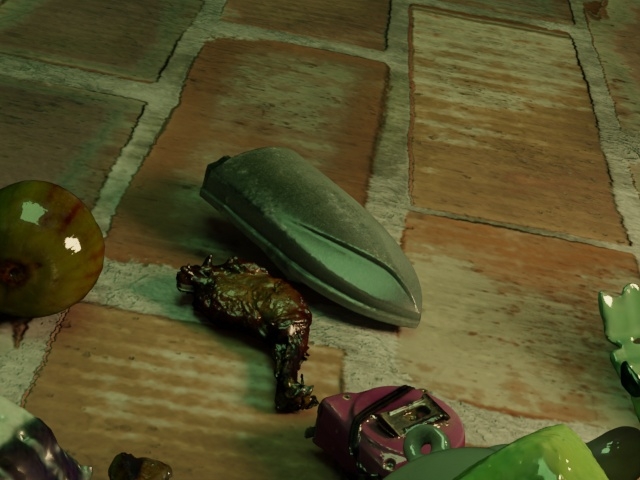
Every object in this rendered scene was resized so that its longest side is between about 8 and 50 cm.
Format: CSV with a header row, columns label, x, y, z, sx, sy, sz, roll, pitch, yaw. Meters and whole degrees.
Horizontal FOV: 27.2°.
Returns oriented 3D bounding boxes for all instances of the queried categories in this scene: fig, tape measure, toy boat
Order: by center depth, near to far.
label,x,y,z,sx,sy,sz,roll,pitch,yaw
tape measure,0.066,0.183,1.194,0.125,0.074,0.118,-13,37,-34
fig,-0.281,-0.006,1.345,0.148,0.142,0.186,32,38,-17
toy boat,0.000,0.000,1.500,0.141,0.092,0.319,-17,46,-42

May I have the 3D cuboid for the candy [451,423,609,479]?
label,x,y,z,sx,sy,sz,roll,pitch,yaw
candy,0.185,0.279,0.790,0.343,0.142,0.132,58,16,20

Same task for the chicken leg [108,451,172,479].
label,x,y,z,sx,sy,sz,roll,pitch,yaw
chicken leg,-0.144,0.236,1.033,0.125,0.080,0.196,5,19,-32

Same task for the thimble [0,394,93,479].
label,x,y,z,sx,sy,sz,roll,pitch,yaw
thimble,-0.274,0.200,0.873,0.237,0.237,0.150,14,29,6

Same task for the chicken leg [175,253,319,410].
label,x,y,z,sx,sy,sz,roll,pitch,yaw
chicken leg,-0.059,0.087,1.355,0.106,0.051,0.253,-14,37,-28

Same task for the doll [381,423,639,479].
label,x,y,z,sx,sy,sz,roll,pitch,yaw
doll,0.076,0.254,0.945,0.311,0.242,0.159,-3,-8,18

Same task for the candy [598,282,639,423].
label,x,y,z,sx,sy,sz,roll,pitch,yaw
candy,0.330,0.210,0.944,0.263,0.397,0.172,-2,-15,-37
